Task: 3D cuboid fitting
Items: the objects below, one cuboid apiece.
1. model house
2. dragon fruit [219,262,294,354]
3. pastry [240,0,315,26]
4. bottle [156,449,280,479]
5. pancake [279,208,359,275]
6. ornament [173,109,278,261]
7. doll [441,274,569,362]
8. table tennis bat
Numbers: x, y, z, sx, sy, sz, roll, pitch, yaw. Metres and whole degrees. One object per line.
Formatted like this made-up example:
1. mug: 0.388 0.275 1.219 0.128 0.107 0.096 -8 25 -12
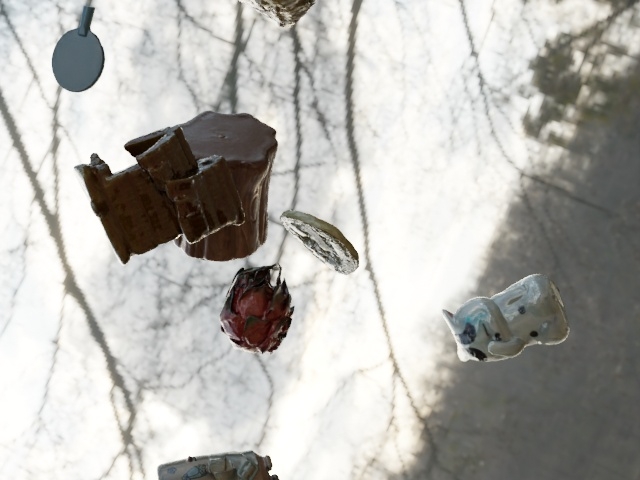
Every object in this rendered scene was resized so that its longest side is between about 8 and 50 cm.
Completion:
1. model house: -0.250 -0.076 1.832 0.229 0.219 0.200 -23 -71 -11
2. dragon fruit: -0.094 0.106 1.788 0.121 0.130 0.142 8 -106 -46
3. pastry: -0.098 -0.374 1.472 0.121 0.235 0.257 -57 12 5
4. bottle: -0.122 0.303 1.440 0.099 0.152 0.099 170 90 -82
5. pancake: 0.000 0.000 1.832 0.028 0.158 0.158 -52 -22 -16
6. ornament: -0.184 -0.090 2.102 0.221 0.235 0.218 -15 -54 -29
7. doll: 0.283 0.122 1.748 0.107 0.180 0.110 -96 -17 -75
8. table tennis bat: -0.424 -0.338 2.058 0.019 0.100 0.155 -9 -69 -75
